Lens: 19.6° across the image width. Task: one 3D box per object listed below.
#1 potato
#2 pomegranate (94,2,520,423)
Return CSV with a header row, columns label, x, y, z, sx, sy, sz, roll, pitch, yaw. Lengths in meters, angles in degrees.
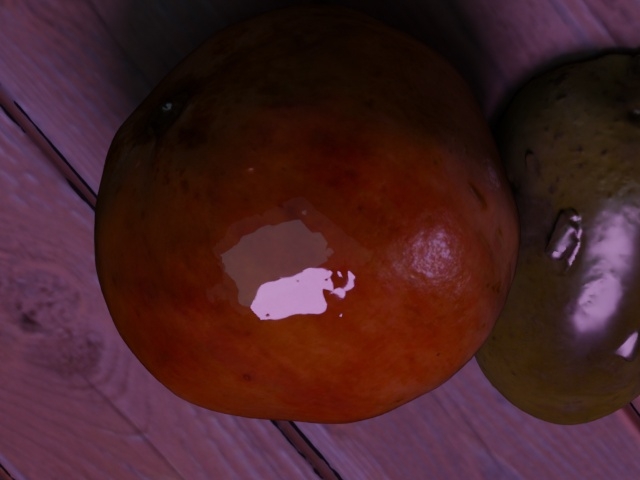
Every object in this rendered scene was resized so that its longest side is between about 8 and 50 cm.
label,x,y,z,sx,sy,sz,roll,pitch,yaw
potato,0.169,0.019,1.161,0.160,0.111,0.272,14,127,-1
pomegranate,0.000,0.000,1.113,0.252,0.229,0.270,-31,123,20
